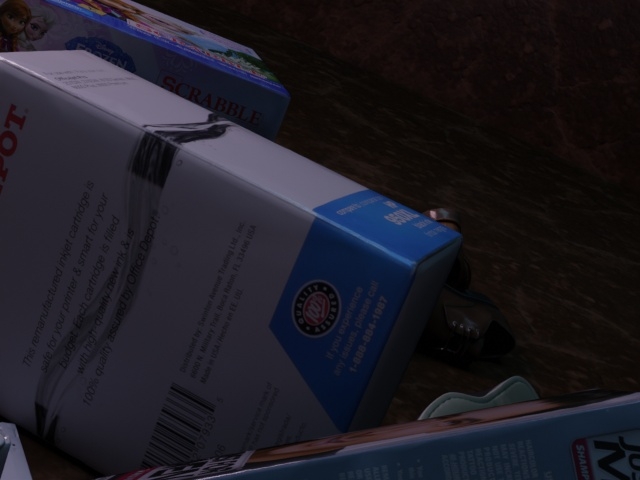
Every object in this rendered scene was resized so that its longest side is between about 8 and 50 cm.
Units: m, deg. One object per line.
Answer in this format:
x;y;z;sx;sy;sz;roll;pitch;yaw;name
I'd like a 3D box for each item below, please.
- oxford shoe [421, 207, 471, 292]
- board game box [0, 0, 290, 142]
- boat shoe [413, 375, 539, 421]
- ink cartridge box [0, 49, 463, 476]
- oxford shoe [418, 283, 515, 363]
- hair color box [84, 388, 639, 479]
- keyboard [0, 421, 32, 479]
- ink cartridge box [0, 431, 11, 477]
0.156;0.044;1.656;0.076;0.212;0.076;-8;60;7;oxford shoe
-0.208;-0.215;1.403;0.319;0.066;0.318;20;12;-16;board game box
0.149;0.197;1.321;0.228;0.069;0.081;-7;69;-53;boat shoe
-0.124;0.044;1.085;0.395;0.285;0.166;27;17;14;ink cartridge box
0.155;0.103;1.568;0.227;0.082;0.096;6;28;-37;oxford shoe
0.015;0.177;0.786;0.375;0.113;0.185;-10;-5;-1;hair color box
-0.239;0.204;0.946;0.072;0.014;0.256;6;23;-27;keyboard
-0.254;0.190;0.641;0.093;0.212;0.154;27;19;14;ink cartridge box
